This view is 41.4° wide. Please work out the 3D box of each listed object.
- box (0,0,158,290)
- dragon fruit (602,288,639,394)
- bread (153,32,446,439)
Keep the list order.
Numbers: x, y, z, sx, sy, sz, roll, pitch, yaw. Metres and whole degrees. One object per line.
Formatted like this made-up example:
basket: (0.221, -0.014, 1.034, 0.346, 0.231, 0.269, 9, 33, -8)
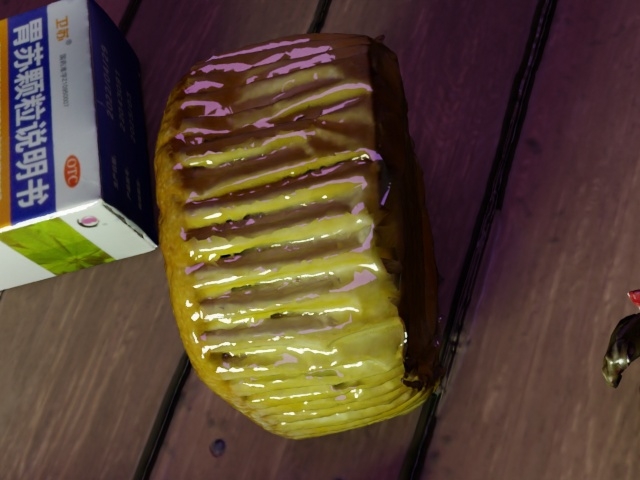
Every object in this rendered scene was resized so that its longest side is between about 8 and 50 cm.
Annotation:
box: (-0.302, -0.062, 0.715, 0.300, 0.106, 0.200, -14, 65, 8)
dragon fruit: (0.297, 0.112, 0.401, 0.250, 0.269, 0.291, -24, 60, 15)
bread: (0.000, 0.000, 0.527, 0.143, 0.253, 0.227, -11, 69, 7)
